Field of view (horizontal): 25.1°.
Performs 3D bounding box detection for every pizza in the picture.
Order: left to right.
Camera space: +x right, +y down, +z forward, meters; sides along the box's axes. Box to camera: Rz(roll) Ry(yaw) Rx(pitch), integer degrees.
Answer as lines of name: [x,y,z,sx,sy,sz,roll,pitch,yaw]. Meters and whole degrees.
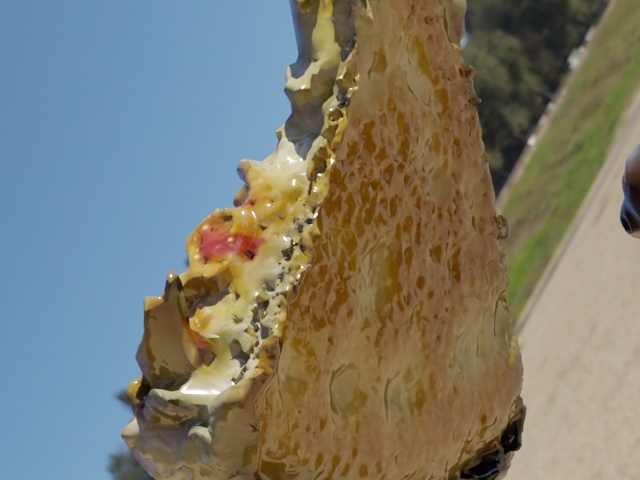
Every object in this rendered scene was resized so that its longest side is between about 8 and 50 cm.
pizza: [0.000,0.000,0.550,0.251,0.074,0.287,-34,-64,-60]

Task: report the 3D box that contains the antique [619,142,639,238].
antique: [0.248,-0.017,0.551,0.121,0.257,0.143,-87,-2,-76]
